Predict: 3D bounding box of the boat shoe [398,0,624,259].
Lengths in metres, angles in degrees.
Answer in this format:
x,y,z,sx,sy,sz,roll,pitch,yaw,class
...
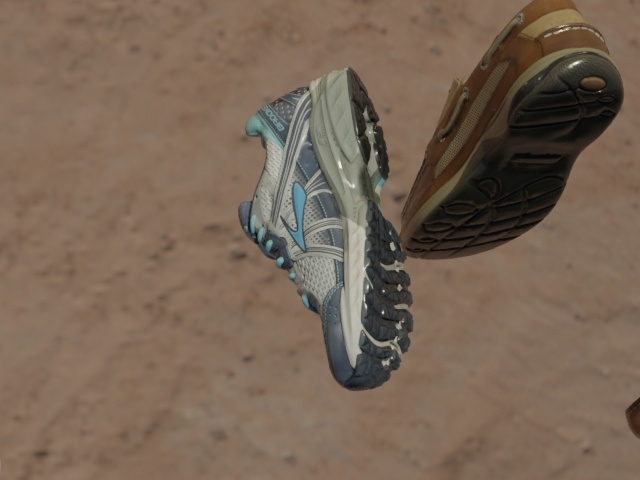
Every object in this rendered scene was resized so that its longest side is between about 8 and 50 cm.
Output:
x,y,z,sx,sy,sz,roll,pitch,yaw,class
0.166,-0.099,1.740,0.122,0.120,0.324,4,147,-27,boat shoe

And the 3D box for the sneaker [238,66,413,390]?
x,y,z,sx,sy,sz,roll,pitch,yaw,class
0.000,0.000,1.603,0.122,0.283,0.110,-16,151,18,sneaker

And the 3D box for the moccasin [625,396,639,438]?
x,y,z,sx,sy,sz,roll,pitch,yaw,class
0.387,0.027,1.666,0.139,0.147,0.380,-6,137,-50,moccasin
